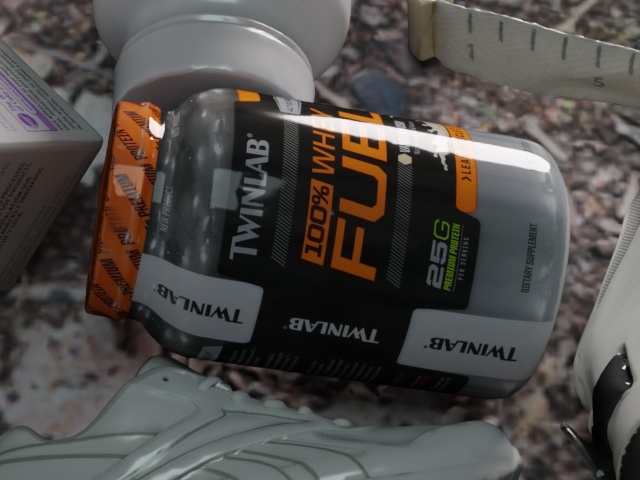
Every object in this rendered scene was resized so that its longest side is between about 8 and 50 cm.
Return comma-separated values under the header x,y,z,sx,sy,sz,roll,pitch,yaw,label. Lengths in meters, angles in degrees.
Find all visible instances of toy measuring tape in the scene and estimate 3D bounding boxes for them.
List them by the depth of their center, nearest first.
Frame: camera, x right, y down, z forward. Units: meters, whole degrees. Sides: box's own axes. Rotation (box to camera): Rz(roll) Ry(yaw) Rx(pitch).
x,y,z,sx,sy,sz,roll,pitch,yaw,label
0.211,-0.095,0.787,0.330,0.121,0.121,16,58,21,toy measuring tape

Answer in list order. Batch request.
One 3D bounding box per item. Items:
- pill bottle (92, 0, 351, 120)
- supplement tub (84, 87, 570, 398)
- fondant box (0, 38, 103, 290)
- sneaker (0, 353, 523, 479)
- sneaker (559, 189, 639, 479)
x,y,z,sx,sy,sz,roll,pitch,yaw,label
-0.045,-0.144,0.776,0.124,0.124,0.221,4,58,-2,pill bottle
0.000,0.000,0.683,0.190,0.117,0.117,8,58,-10,supplement tub
-0.275,-0.075,0.619,0.238,0.096,0.330,43,20,18,fondant box
-0.034,0.091,0.659,0.232,0.090,0.115,-9,57,-11,sneaker
0.164,0.074,0.641,0.122,0.146,0.330,26,45,-7,sneaker
